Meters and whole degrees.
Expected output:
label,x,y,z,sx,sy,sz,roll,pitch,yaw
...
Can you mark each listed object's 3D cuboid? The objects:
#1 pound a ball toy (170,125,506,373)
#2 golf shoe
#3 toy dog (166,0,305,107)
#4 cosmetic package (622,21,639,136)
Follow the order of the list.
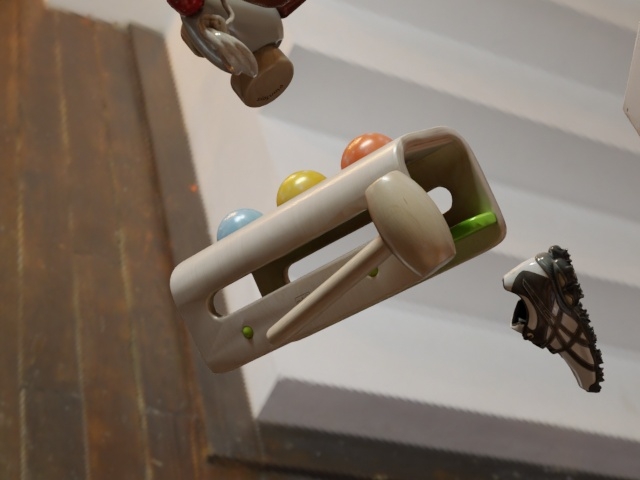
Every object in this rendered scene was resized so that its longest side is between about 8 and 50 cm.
label,x,y,z,sx,sy,sz,roll,pitch,yaw
pound a ball toy,0.000,0.000,0.967,0.208,0.319,0.136,-18,81,-54
golf shoe,0.275,0.102,1.376,0.077,0.094,0.198,-87,155,-67
toy dog,-0.100,-0.301,1.419,0.220,0.161,0.334,47,-3,2
cosmetic package,0.521,-0.167,1.415,0.224,0.138,0.224,-4,38,-7
